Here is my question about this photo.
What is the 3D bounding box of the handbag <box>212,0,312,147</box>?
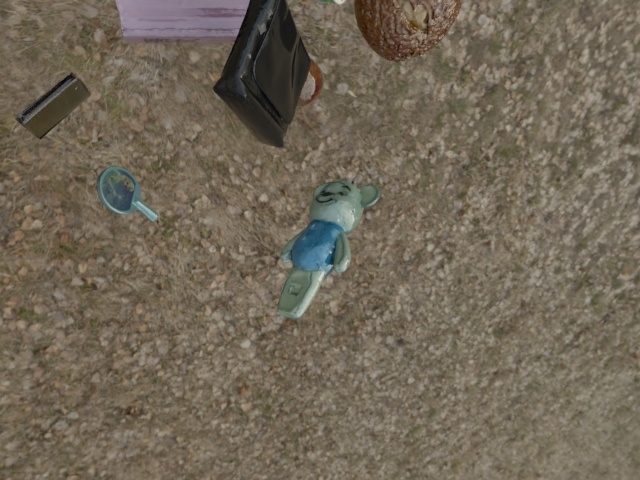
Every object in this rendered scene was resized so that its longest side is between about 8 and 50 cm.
[{"bbox_3d":[-0.103,-0.322,0.794,0.247,0.080,0.223,39,68,-74],"label":"handbag"}]

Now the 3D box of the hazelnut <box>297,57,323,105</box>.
[{"bbox_3d":[-0.065,-0.455,1.155,0.154,0.143,0.143,23,110,-6],"label":"hazelnut"}]

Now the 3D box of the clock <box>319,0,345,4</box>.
[{"bbox_3d":[-0.012,-0.997,1.599,0.194,0.195,0.100,10,111,-57],"label":"clock"}]

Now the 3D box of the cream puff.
[{"bbox_3d":[0.221,-0.594,0.997,0.303,0.212,0.303,-15,119,-30],"label":"cream puff"}]

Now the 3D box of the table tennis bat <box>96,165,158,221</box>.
[{"bbox_3d":[-0.613,-0.136,1.335,0.038,0.149,0.237,-7,146,23],"label":"table tennis bat"}]

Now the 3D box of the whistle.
[{"bbox_3d":[0.000,0.000,0.589,0.236,0.114,0.077,-64,146,-27],"label":"whistle"}]

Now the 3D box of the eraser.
[{"bbox_3d":[-0.340,-0.661,1.070,0.359,0.122,0.272,-10,108,-17],"label":"eraser"}]

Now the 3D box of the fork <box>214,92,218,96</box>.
[{"bbox_3d":[-0.312,-0.606,1.617,0.219,0.028,0.034,-28,97,-8],"label":"fork"}]

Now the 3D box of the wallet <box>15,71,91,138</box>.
[{"bbox_3d":[-0.738,-0.374,1.156,0.031,0.110,0.198,41,76,1],"label":"wallet"}]
